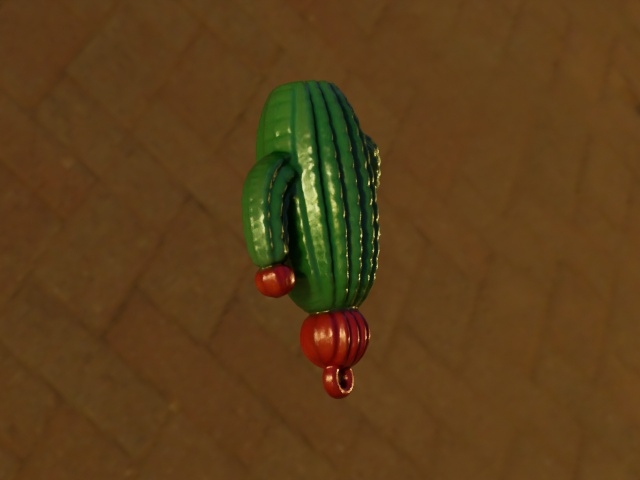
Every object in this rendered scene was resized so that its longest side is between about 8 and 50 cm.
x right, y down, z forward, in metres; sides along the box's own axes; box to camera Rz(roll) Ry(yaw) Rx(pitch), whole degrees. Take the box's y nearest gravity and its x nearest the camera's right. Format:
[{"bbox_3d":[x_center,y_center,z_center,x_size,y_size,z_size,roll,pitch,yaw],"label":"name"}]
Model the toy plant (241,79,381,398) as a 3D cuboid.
[{"bbox_3d":[-0.007,-0.011,1.373,0.154,0.088,0.240,39,51,-44],"label":"toy plant"}]
